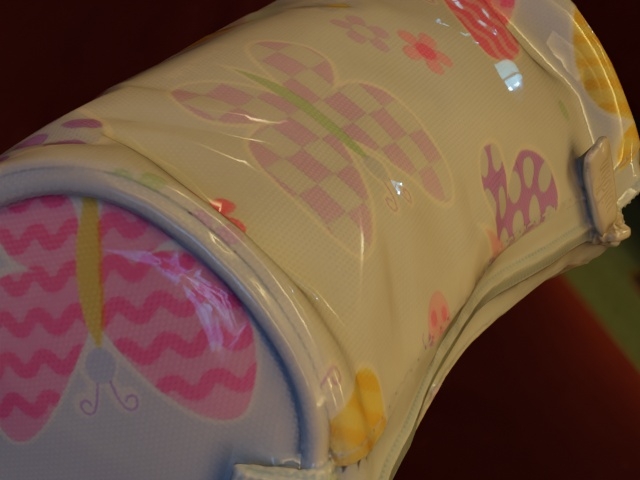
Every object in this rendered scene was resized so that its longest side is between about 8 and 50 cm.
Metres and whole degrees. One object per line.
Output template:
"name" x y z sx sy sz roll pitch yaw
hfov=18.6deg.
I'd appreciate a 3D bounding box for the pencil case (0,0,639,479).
"pencil case" 0.000 0.000 0.529 0.124 0.113 0.273 41 29 7
